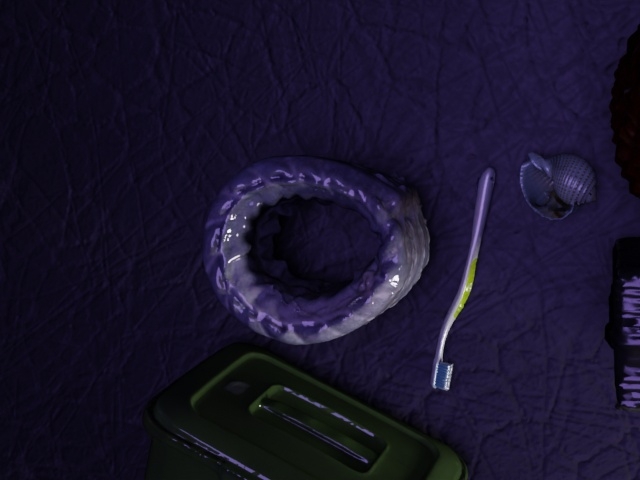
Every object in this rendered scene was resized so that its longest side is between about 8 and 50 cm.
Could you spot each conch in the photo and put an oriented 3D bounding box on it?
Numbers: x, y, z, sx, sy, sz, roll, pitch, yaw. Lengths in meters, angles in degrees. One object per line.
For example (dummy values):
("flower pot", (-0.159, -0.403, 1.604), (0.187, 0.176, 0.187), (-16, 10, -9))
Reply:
("conch", (0.263, -0.062, 1.160), (0.085, 0.056, 0.076), (47, 126, 39))

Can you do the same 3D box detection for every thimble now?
("thimble", (0.000, 0.000, 1.184), (0.236, 0.172, 0.205), (-17, 91, 19))

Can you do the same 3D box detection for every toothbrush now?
("toothbrush", (0.161, 0.044, 1.214), (0.026, 0.022, 0.263), (15, 98, 30))

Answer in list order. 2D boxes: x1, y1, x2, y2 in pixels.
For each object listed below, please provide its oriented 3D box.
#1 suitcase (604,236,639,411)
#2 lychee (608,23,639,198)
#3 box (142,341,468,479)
("suitcase", (0.446, 0.074, 1.020), (0.335, 0.229, 0.152), (2, 98, 15))
("lychee", (0.411, -0.140, 1.008), (0.264, 0.264, 0.300), (21, 103, 14))
("box", (-0.030, 0.274, 1.178), (0.328, 0.252, 0.178), (27, 113, 14))
